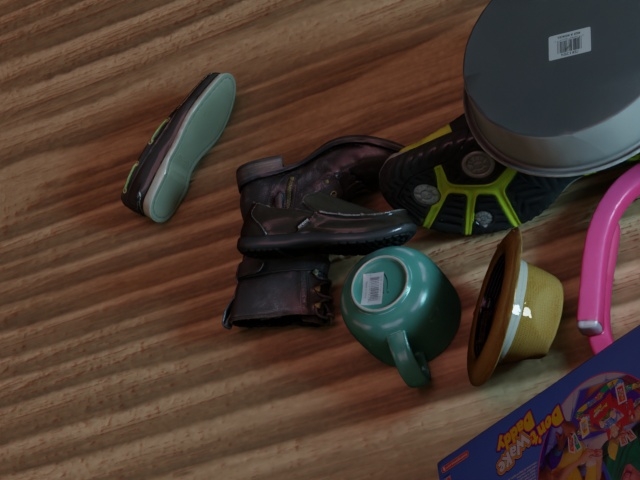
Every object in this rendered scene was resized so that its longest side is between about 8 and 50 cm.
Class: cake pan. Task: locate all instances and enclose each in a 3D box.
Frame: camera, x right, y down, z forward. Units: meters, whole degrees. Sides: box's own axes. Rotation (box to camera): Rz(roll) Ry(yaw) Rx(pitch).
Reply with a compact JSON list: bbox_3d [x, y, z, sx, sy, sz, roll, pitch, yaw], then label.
[{"bbox_3d":[0.286,-0.208,1.831,0.293,0.054,0.293,-15,55,23],"label":"cake pan"}]

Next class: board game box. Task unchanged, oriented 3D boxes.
[{"bbox_3d":[0.258,0.262,1.617,0.347,0.078,0.233,-42,42,43],"label":"board game box"}]

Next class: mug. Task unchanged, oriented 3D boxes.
[{"bbox_3d":[0.096,0.078,1.915,0.129,0.097,0.158,-47,50,-4],"label":"mug"}]

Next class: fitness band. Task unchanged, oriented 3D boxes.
[{"bbox_3d":[0.393,0.034,1.805,0.209,0.054,0.291,-3,61,28],"label":"fitness band"}]

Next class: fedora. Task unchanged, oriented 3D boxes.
[{"bbox_3d":[0.222,0.081,1.828,0.079,0.194,0.194,16,66,-3],"label":"fedora"}]

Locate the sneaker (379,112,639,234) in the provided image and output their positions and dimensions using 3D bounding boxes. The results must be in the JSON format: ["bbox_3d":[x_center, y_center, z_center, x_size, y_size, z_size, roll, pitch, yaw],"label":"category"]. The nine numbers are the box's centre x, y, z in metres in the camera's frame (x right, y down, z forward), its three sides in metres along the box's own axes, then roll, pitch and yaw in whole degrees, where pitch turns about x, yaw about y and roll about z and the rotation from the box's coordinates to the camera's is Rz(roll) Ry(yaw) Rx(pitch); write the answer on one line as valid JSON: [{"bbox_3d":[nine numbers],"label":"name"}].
[{"bbox_3d":[0.253,-0.127,1.952,0.385,0.145,0.147,-20,33,15],"label":"sneaker"}]

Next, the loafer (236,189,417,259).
[{"bbox_3d":[0.005,-0.025,1.957,0.220,0.080,0.078,-3,78,11],"label":"loafer"}]

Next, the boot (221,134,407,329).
[{"bbox_3d":[0.000,0.000,2.040,0.263,0.091,0.229,-13,64,22],"label":"boot"}]

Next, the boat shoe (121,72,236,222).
[{"bbox_3d":[-0.194,-0.136,2.222,0.069,0.081,0.228,22,76,33],"label":"boat shoe"}]
